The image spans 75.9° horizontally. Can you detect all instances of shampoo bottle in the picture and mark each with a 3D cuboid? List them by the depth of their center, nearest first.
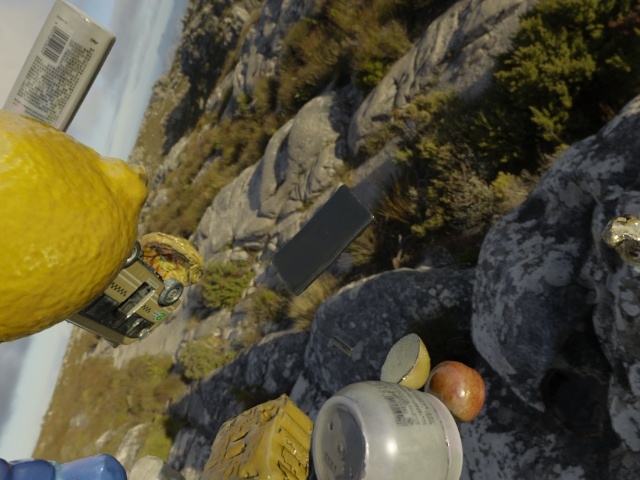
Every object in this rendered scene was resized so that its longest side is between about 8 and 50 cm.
[{"bbox_3d":[-0.406,-0.239,0.627,0.227,0.086,0.056,-54,20,13],"label":"shampoo bottle"},{"bbox_3d":[0.143,0.454,0.905,0.273,0.266,0.273,-37,46,52],"label":"shampoo bottle"}]

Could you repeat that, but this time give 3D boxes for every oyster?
[{"bbox_3d":[0.824,0.004,1.042,0.161,0.232,0.107,120,168,-55],"label":"oyster"}]

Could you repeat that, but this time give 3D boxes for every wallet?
[{"bbox_3d":[-0.001,0.000,1.018,0.285,0.030,0.146,-46,55,14],"label":"wallet"}]

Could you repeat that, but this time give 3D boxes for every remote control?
[{"bbox_3d":[0.073,0.362,1.412,0.091,0.016,0.034,28,103,43],"label":"remote control"}]

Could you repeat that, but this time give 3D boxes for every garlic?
[{"bbox_3d":[-0.586,0.874,1.409,0.218,0.218,0.212,-37,14,48],"label":"garlic"}]

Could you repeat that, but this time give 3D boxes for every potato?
[{"bbox_3d":[0.294,0.419,1.336,0.182,0.117,0.202,-42,14,38],"label":"potato"}]

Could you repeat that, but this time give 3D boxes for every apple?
[{"bbox_3d":[0.443,0.494,1.355,0.188,0.188,0.174,-20,35,57],"label":"apple"}]

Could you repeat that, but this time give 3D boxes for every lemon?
[{"bbox_3d":[-0.255,-0.011,0.319,0.187,0.244,0.187,24,126,39],"label":"lemon"}]

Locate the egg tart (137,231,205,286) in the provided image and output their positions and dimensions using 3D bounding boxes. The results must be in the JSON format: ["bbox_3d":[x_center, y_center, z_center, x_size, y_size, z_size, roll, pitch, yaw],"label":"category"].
[{"bbox_3d":[-0.485,0.055,1.344,0.241,0.241,0.106,-50,17,38],"label":"egg tart"}]

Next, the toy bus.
[{"bbox_3d":[-0.438,0.073,0.811,0.177,0.365,0.202,34,71,22],"label":"toy bus"}]

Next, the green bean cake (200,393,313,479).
[{"bbox_3d":[-0.134,0.455,0.846,0.229,0.131,0.224,-32,18,20],"label":"green bean cake"}]

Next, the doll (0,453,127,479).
[{"bbox_3d":[-0.280,0.361,0.400,0.376,0.187,0.366,100,154,-62],"label":"doll"}]
